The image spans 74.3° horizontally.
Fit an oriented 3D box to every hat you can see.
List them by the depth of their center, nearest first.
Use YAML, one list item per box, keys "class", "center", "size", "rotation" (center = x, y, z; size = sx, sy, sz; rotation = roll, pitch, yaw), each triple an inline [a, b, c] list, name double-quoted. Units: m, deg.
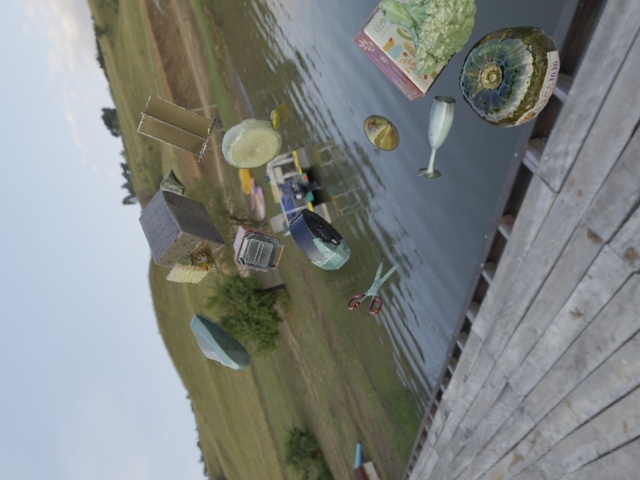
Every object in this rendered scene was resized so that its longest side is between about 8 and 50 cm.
- class: "hat"
  center: [0.293, -0.505, 1.896]
  size: [0.082, 0.193, 0.193]
  rotation: [-46, 60, 57]

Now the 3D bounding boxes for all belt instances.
- class: "belt"
  center: [0.000, 0.000, 1.235]
  size: [0.198, 0.078, 0.151]
  rotation: [44, -157, -6]

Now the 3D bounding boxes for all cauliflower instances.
- class: "cauliflower"
  center: [0.372, -0.717, 1.396]
  size: [0.260, 0.327, 0.281]
  rotation: [27, -170, -47]

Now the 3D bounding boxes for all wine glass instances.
- class: "wine glass"
  center: [0.290, -0.254, 1.044]
  size: [0.066, 0.066, 0.198]
  rotation: [-118, 25, -49]

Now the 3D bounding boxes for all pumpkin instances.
- class: "pumpkin"
  center: [0.508, -0.444, 1.135]
  size: [0.260, 0.189, 0.260]
  rotation: [36, 138, 40]

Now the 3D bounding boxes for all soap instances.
- class: "soap"
  center: [-0.180, -0.547, 1.860]
  size: [0.140, 0.045, 0.089]
  rotation: [-55, -32, -49]

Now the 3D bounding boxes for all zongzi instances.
- class: "zongzi"
  center: [-0.438, -0.179, 1.292]
  size: [0.040, 0.076, 0.083]
  rotation: [109, 178, -50]

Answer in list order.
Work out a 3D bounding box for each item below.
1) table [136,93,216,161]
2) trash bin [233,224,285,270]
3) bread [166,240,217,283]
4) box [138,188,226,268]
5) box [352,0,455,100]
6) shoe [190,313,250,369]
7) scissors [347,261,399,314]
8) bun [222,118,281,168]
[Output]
- class: "table"
  center: [-0.492, -0.389, 1.439]
  size: [0.167, 0.226, 0.167]
  rotation: [-51, 27, 40]
- class: "trash bin"
  center: [-0.275, 0.024, 1.812]
  size: [0.238, 0.184, 0.161]
  rotation: [37, 110, 66]
- class: "bread"
  center: [-0.459, 0.081, 1.477]
  size: [0.147, 0.152, 0.127]
  rotation: [-37, 68, 41]
- class: "box"
  center: [-0.583, -0.035, 1.766]
  size: [0.225, 0.190, 0.297]
  rotation: [23, -158, -50]
- class: "box"
  center: [0.392, -0.879, 1.841]
  size: [0.385, 0.345, 0.122]
  rotation: [38, 171, -18]
- class: "shoe"
  center: [-0.335, 0.340, 1.353]
  size: [0.251, 0.100, 0.103]
  rotation: [39, -167, 25]
- class: "scissors"
  center: [0.209, 0.172, 1.587]
  size: [0.144, 0.248, 0.017]
  rotation: [4, 136, 43]
- class: "bun"
  center: [-0.317, -0.454, 1.926]
  size: [0.146, 0.287, 0.287]
  rotation: [61, 168, 22]
